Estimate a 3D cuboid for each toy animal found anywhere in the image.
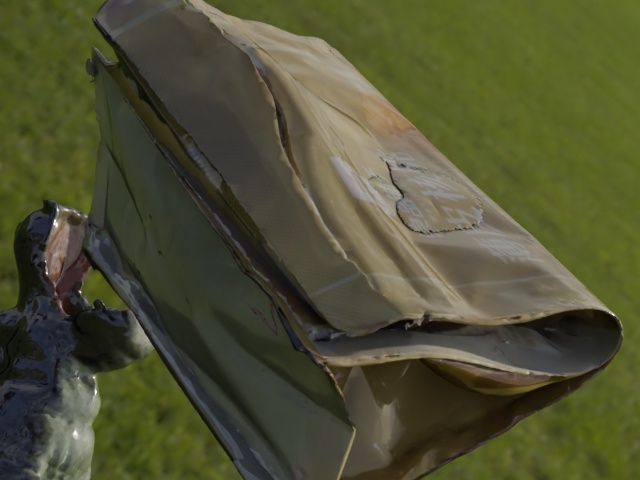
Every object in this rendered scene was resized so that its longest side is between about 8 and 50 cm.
[{"bbox_3d":[-0.217,0.147,1.306,0.168,0.343,0.106,26,-10,27],"label":"toy animal"}]

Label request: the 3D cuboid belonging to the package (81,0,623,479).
[{"bbox_3d":[-0.010,-0.021,1.042,0.311,0.221,0.165,51,-16,43],"label":"package"}]
